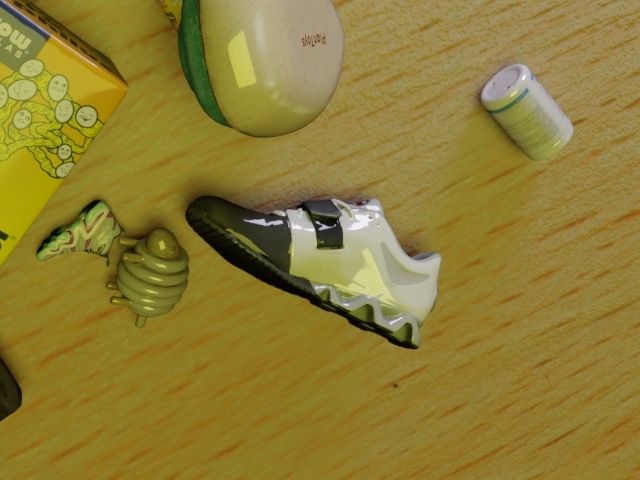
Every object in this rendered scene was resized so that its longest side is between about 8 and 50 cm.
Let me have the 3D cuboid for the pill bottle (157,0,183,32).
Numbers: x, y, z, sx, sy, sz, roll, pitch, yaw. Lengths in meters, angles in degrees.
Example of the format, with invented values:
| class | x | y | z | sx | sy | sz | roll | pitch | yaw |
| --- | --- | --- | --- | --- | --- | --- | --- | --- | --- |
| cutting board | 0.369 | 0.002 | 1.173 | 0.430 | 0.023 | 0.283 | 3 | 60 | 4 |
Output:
| class | x | y | z | sx | sy | sz | roll | pitch | yaw |
| --- | --- | --- | --- | --- | --- | --- | --- | --- | --- |
| pill bottle | -0.143 | -0.246 | 1.072 | 0.043 | 0.043 | 0.083 | -35 | 114 | -4 |

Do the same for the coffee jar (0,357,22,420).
| class | x | y | z | sx | sy | sz | roll | pitch | yaw |
| --- | --- | --- | --- | --- | --- | --- | --- | --- | --- |
| coffee jar | -0.435 | 0.190 | 1.110 | 0.184 | 0.079 | 0.096 | -29 | 114 | -7 |

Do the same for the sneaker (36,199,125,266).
| class | x | y | z | sx | sy | sz | roll | pitch | yaw |
| --- | --- | --- | --- | --- | --- | --- | --- | --- | --- |
| sneaker | -0.267 | 0.008 | 1.123 | 0.098 | 0.038 | 0.069 | -37 | 114 | -2 |

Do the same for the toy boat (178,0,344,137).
| class | x | y | z | sx | sy | sz | roll | pitch | yaw |
| --- | --- | --- | --- | --- | --- | --- | --- | --- | --- |
| toy boat | -0.078 | -0.264 | 1.016 | 0.148 | 0.267 | 0.318 | -5 | 97 | 22 |

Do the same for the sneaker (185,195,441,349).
| class | x | y | z | sx | sy | sz | roll | pitch | yaw |
| --- | --- | --- | --- | --- | --- | --- | --- | --- | --- |
| sneaker | 0.000 | 0.000 | 1.176 | 0.330 | 0.122 | 0.146 | 27 | 80 | -23 |

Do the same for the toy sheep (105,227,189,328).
| class | x | y | z | sx | sy | sz | roll | pitch | yaw |
| --- | --- | --- | --- | --- | --- | --- | --- | --- | --- |
| toy sheep | -0.196 | 0.043 | 1.135 | 0.091 | 0.091 | 0.132 | 11 | 120 | -21 |

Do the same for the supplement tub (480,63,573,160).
| class | x | y | z | sx | sy | sz | roll | pitch | yaw |
| --- | --- | --- | --- | --- | --- | --- | --- | --- | --- |
| supplement tub | 0.253 | -0.157 | 1.214 | 0.071 | 0.071 | 0.107 | -45 | 115 | 1 |

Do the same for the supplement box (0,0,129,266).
| class | x | y | z | sx | sy | sz | roll | pitch | yaw |
| --- | --- | --- | --- | --- | --- | --- | --- | --- | --- |
| supplement box | -0.377 | -0.079 | 0.973 | 0.194 | 0.195 | 0.357 | 35 | 95 | -25 |
